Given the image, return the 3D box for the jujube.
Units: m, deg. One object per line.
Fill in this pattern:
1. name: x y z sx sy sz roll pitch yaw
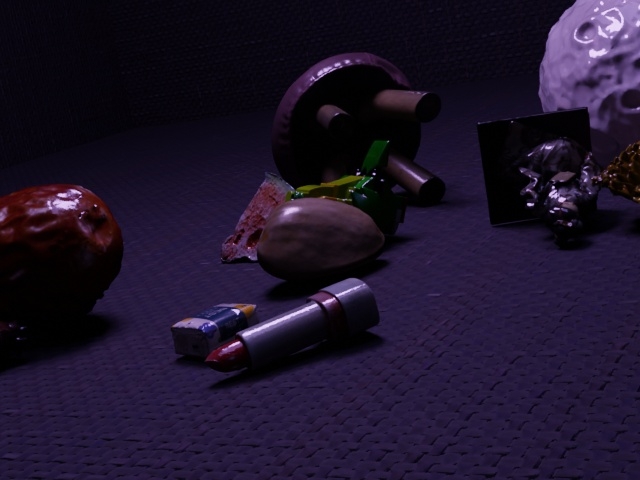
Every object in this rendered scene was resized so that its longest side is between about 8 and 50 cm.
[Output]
1. jujube: -0.387 0.032 1.386 0.290 0.197 0.197 -21 5 33

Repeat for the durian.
1. durian: 0.447 -0.087 1.385 0.140 0.078 0.224 16 13 27

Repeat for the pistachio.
1. pistachio: 0.000 0.000 1.391 0.185 0.108 0.126 -10 33 -30

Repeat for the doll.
1. doll: 0.034 -0.050 1.508 0.186 0.134 0.106 -24 19 -26

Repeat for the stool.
1. stool: 0.072 -0.158 1.737 0.272 0.272 0.178 -15 29 -18

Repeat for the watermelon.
1. watermelon: -0.073 -0.028 1.579 0.158 0.121 0.098 -21 37 -23

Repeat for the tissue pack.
1. tissue pack: -0.116 0.099 1.178 0.062 0.042 0.083 -2 15 44

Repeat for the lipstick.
1. lipstick: -0.034 0.098 1.099 0.186 0.057 0.063 -22 16 -22

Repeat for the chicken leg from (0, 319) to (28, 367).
1. chicken leg: -0.411 0.138 1.218 0.105 0.063 0.234 -12 14 15

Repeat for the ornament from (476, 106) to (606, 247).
1. ornament: 0.305 -0.068 1.388 0.166 0.153 0.196 -9 22 7

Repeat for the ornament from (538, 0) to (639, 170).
1. ornament: 0.514 -0.269 1.680 0.337 0.337 0.337 -10 12 2
